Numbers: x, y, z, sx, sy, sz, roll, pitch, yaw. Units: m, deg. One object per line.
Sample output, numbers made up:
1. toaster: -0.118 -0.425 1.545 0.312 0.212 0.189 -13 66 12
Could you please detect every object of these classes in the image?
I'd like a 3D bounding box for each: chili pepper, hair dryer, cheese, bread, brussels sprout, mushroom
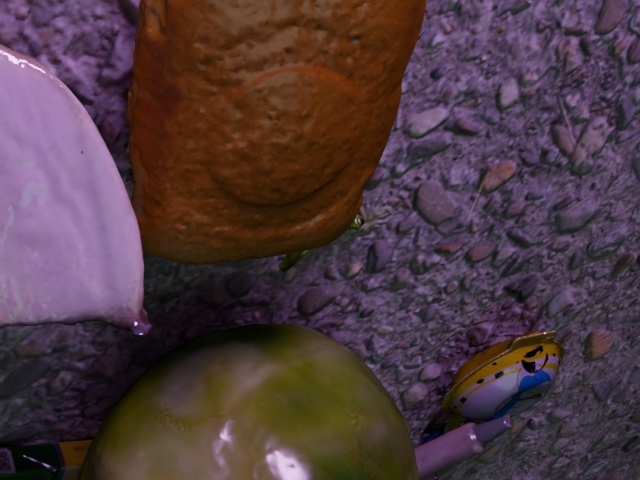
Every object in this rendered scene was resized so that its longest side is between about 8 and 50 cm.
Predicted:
1. chili pepper: 0.000 0.001 0.799 0.083 0.017 0.030 -28 142 -7
2. hair dryer: 0.103 0.248 1.048 0.195 0.053 0.220 8 147 -38
3. cheese: 0.192 0.178 1.077 0.157 0.064 0.250 -7 146 -27
4. bread: -0.038 -0.096 0.592 0.174 0.121 0.245 -8 137 -29
5. brussels sprout: -0.047 0.235 0.776 0.268 0.344 0.344 -8 161 42
6. mushroom: -0.227 -0.033 0.544 0.236 0.162 0.173 -6 99 -13

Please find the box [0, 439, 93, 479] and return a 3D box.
1. box: -0.214 0.237 0.884 0.235 0.034 0.132 4 129 -37
